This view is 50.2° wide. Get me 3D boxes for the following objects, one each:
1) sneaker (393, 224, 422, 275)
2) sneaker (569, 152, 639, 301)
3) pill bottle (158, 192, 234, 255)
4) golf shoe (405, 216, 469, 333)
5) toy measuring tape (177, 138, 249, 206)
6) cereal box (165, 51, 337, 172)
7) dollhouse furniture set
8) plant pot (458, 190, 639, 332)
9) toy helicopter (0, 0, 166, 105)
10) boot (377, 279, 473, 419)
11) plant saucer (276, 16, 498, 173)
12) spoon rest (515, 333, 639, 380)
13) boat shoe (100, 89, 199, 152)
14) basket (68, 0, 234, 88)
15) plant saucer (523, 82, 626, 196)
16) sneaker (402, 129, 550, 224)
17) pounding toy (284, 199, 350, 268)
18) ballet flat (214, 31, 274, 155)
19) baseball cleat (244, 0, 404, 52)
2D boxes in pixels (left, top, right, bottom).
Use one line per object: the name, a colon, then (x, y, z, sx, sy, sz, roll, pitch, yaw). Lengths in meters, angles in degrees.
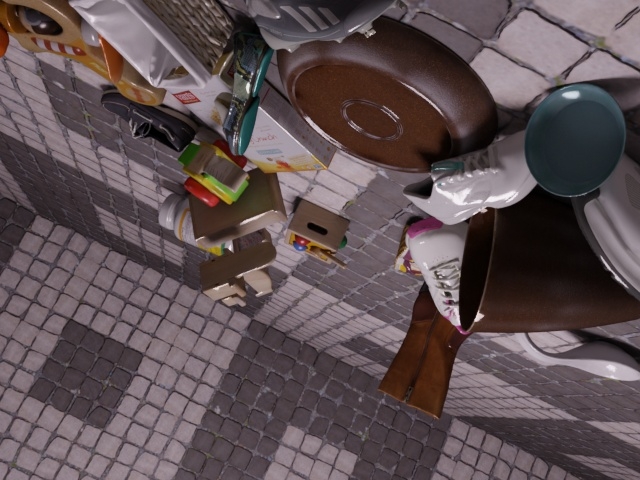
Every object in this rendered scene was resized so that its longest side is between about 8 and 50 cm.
sneaker: (0.189, 0.021, 1.285, 0.083, 0.070, 0.185, 14, 168, 5)
sneaker: (0.504, 0.006, 0.731, 0.447, 0.169, 0.257, 38, 138, -7)
pill bottle: (-0.279, -0.039, 1.648, 0.208, 0.118, 0.118, 21, 162, 13)
golf shoe: (0.232, 0.062, 1.173, 0.115, 0.140, 0.306, -20, 148, 18)
toy measuring tape: (-0.159, -0.104, 1.164, 0.121, 0.121, 0.330, 35, 177, -28)
cereal box: (-0.111, -0.193, 1.084, 0.240, 0.047, 0.173, 38, 159, -35)
dollhouse furniture set: (-0.101, 0.015, 1.398, 0.173, 0.303, 0.355, -20, 149, 12)
plant pot: (0.328, 0.037, 0.946, 0.230, 0.216, 0.215, 8, 161, 3)
toy helicopter: (-0.352, -0.302, 1.032, 0.234, 0.140, 0.355, 3, 164, 32)
boot: (0.269, 0.216, 1.359, 0.264, 0.281, 0.096, 13, 159, 33)
plant saucer: (0.074, -0.173, 0.893, 0.310, 0.050, 0.311, 23, 161, 8)
spoon rest: (0.518, 0.229, 1.393, 0.276, 0.084, 0.137, 26, 163, 1)
boat shoe: (-0.330, -0.222, 1.273, 0.206, 0.065, 0.075, 21, 162, 12)
basket: (-0.205, -0.283, 0.860, 0.113, 0.103, 0.167, 11, 157, 38)
plant saucer: (0.274, -0.106, 0.730, 0.021, 0.120, 0.119, 1, -179, -38)
sneaker: (0.186, -0.081, 0.850, 0.094, 0.080, 0.212, 21, 149, -23)
pounding toy: (0.000, 0.000, 1.406, 0.141, 0.100, 0.130, 25, 163, 1)
ballet flat: (-0.113, -0.204, 0.942, 0.070, 0.070, 0.188, 24, 129, 3)
baseball cleat: (-0.012, -0.259, 0.723, 0.205, 0.072, 0.109, -3, 138, 47)
